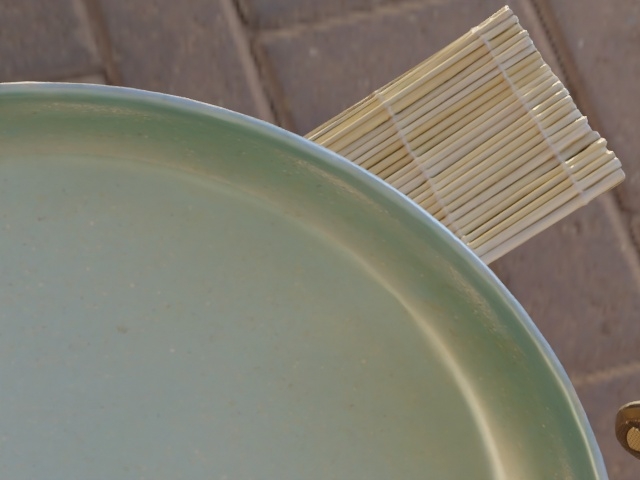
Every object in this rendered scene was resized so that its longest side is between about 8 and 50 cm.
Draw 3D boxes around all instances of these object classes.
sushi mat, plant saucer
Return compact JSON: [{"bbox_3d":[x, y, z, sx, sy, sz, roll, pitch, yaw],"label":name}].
[{"bbox_3d":[0.000,0.000,1.080,0.316,0.019,0.151,-32,51,2],"label":"sushi mat"},{"bbox_3d":[-0.075,0.104,0.563,0.318,0.317,0.043,-4,19,-3],"label":"plant saucer"}]

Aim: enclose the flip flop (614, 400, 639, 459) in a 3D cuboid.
[{"bbox_3d":[0.345,0.105,1.423,0.277,0.112,0.080,-14,61,2],"label":"flip flop"}]
